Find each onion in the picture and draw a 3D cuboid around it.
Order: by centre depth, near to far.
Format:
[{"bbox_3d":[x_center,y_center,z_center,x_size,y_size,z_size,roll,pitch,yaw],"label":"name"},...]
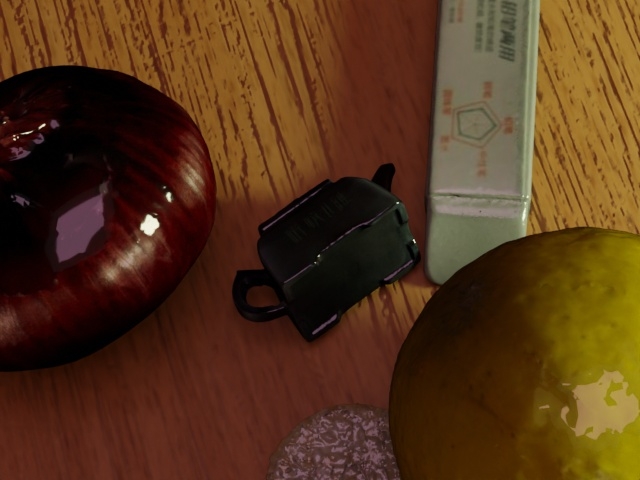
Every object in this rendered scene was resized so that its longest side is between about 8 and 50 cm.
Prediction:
[{"bbox_3d":[-0.224,-0.038,1.390,0.273,0.285,0.273,-12,53,17],"label":"onion"}]

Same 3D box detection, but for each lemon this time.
[{"bbox_3d":[0.189,0.129,1.282,0.297,0.297,0.297,-1,69,3],"label":"lemon"}]

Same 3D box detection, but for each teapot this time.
[{"bbox_3d":[0.000,0.000,1.458,0.177,0.087,0.096,-37,53,-11],"label":"teapot"}]

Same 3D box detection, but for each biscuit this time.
[{"bbox_3d":[0.030,0.199,1.410,0.152,0.020,0.152,-1,70,2],"label":"biscuit"}]

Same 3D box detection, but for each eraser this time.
[{"bbox_3d":[0.137,-0.133,1.510,0.089,0.061,0.352,3,69,6],"label":"eraser"}]
